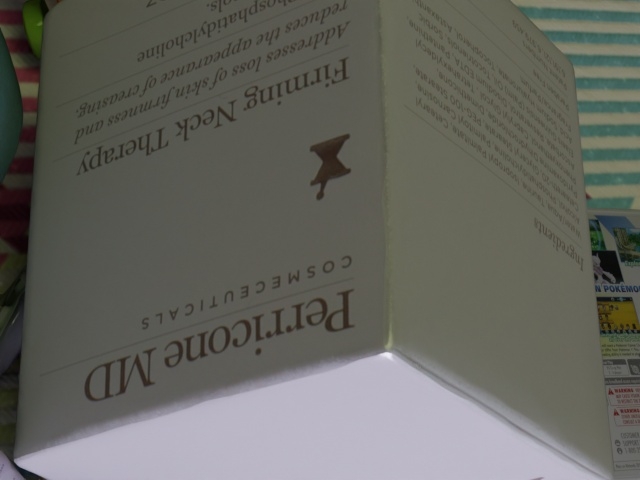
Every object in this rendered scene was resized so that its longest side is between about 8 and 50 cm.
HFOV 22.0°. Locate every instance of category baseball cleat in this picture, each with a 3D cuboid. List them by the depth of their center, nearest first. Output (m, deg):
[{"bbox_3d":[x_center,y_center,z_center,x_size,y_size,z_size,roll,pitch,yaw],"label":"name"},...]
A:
[{"bbox_3d":[-0.205,0.045,1.349,0.109,0.072,0.206,36,54,-16],"label":"baseball cleat"}]

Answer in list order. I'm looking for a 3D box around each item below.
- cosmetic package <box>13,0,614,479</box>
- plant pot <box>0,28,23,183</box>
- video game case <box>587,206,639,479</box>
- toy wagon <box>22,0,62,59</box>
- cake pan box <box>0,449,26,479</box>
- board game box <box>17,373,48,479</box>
[{"bbox_3d":[0.000,0.000,1.275,0.327,0.329,0.393,34,46,-48],"label":"cosmetic package"},{"bbox_3d":[-0.340,-0.106,1.232,0.195,0.290,0.290,28,51,-45],"label":"plant pot"},{"bbox_3d":[0.294,0.106,1.661,0.329,0.036,0.299,2,66,-31],"label":"video game case"},{"bbox_3d":[-0.154,-0.291,1.382,0.068,0.267,0.344,-96,169,-55],"label":"toy wagon"},{"bbox_3d":[-0.266,0.262,1.115,0.245,0.070,0.266,64,37,-46],"label":"cake pan box"},{"bbox_3d":[-0.178,0.172,1.328,0.103,0.026,0.154,-4,69,-34],"label":"board game box"}]
